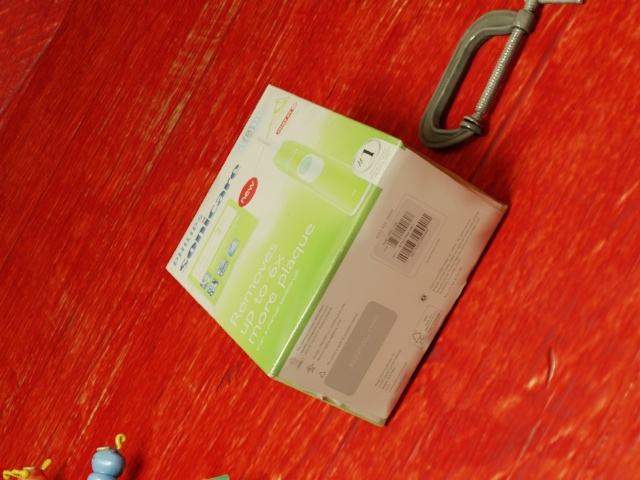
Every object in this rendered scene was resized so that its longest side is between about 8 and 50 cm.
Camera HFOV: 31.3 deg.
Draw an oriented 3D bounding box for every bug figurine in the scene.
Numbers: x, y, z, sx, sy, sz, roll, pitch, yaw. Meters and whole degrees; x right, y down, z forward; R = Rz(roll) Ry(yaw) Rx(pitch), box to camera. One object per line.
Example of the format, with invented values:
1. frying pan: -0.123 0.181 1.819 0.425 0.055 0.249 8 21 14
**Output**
1. bug figurine: -0.292 0.325 1.239 0.279 0.072 0.216 -24 47 48

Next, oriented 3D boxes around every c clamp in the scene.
1. c clamp: 0.143 -0.147 0.988 0.161 0.022 0.137 -61 29 1

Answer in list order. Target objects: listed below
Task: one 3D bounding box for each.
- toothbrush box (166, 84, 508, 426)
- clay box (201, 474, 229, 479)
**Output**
1. toothbrush box: 0.000 0.000 0.993 0.206 0.122 0.283 -60 27 3
2. clay box: -0.138 0.300 1.030 0.222 0.053 0.127 -31 41 41
